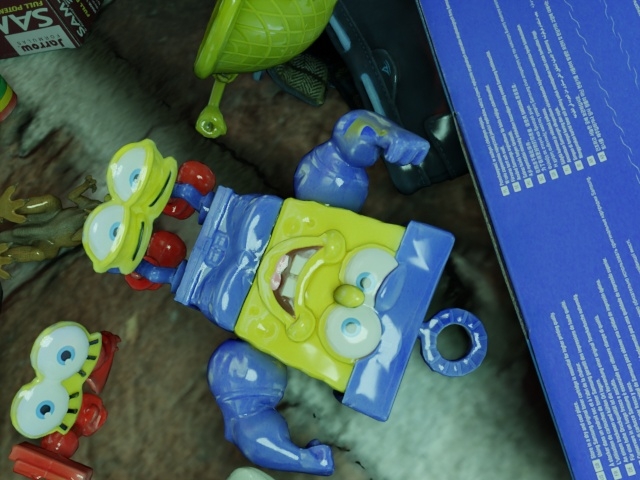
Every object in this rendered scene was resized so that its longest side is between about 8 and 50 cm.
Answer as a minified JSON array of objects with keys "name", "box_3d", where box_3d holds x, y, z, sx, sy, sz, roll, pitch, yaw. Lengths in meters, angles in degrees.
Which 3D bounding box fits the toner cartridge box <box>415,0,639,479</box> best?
[{"name":"toner cartridge box","box_3d":[0.165,-0.020,0.605,0.165,0.075,0.348,-19,57,10]}]

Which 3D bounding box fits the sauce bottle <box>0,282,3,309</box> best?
[{"name":"sauce bottle","box_3d":[-0.253,0.156,0.737,0.111,0.111,0.344,-17,43,17]}]

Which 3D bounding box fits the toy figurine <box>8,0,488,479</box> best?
[{"name":"toy figurine","box_3d":[0.000,0.000,0.706,0.217,0.191,0.363,22,83,3]}]

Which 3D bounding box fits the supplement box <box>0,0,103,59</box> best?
[{"name":"supplement box","box_3d":[-0.252,-0.278,1.166,0.130,0.073,0.239,-5,50,27]}]

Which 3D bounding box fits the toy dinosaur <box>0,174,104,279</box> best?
[{"name":"toy dinosaur","box_3d":[-0.207,-0.005,0.901,0.211,0.112,0.064,-12,88,22]}]

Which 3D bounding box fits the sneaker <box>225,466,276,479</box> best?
[{"name":"sneaker","box_3d":[0.018,0.199,0.520,0.099,0.121,0.262,-42,43,-8]}]

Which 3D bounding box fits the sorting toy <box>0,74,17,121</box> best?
[{"name":"sorting toy","box_3d":[-0.386,-0.083,1.084,0.274,0.046,0.132,5,54,34]}]

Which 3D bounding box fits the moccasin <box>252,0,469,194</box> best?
[{"name":"moccasin","box_3d":[0.004,-0.154,0.845,0.117,0.138,0.342,-36,41,-5]}]
